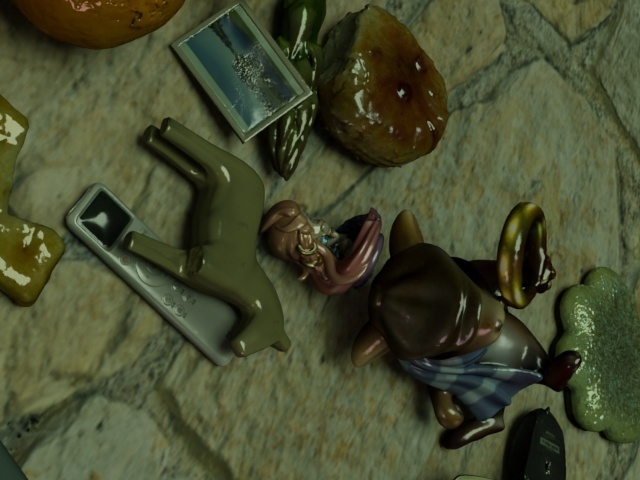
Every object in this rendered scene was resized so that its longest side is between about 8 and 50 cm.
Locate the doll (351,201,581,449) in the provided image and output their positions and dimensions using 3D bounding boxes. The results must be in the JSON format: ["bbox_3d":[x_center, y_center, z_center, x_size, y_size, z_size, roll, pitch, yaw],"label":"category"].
[{"bbox_3d":[0.203,0.113,1.386,0.339,0.209,0.318,34,85,-47],"label":"doll"}]

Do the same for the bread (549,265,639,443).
[{"bbox_3d":[0.441,0.187,1.693,0.207,0.056,0.287,-6,85,-42],"label":"bread"}]

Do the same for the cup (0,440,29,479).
[{"bbox_3d":[-0.334,0.276,0.938,0.205,0.205,0.312,-38,105,-37],"label":"cup"}]

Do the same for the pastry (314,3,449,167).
[{"bbox_3d":[0.079,-0.202,1.432,0.229,0.100,0.218,-34,104,-40],"label":"pastry"}]

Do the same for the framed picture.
[{"bbox_3d":[-0.095,-0.207,1.299,0.109,0.011,0.149,-38,93,-13],"label":"framed picture"}]

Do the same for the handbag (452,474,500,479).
[{"bbox_3d":[0.264,0.504,1.391,0.236,0.160,0.359,17,79,-25],"label":"handbag"}]

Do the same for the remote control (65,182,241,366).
[{"bbox_3d":[-0.179,0.041,1.220,0.261,0.029,0.067,47,55,-23],"label":"remote control"}]

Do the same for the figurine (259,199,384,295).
[{"bbox_3d":[0.001,0.010,1.331,0.157,0.126,0.114,5,102,-18],"label":"figurine"}]

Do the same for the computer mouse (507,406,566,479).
[{"bbox_3d":[0.313,0.325,1.562,0.099,0.057,0.172,32,54,-28],"label":"computer mouse"}]

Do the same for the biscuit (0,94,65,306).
[{"bbox_3d":[-0.328,-0.042,1.109,0.183,0.039,0.174,45,55,-25],"label":"biscuit"}]

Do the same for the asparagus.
[{"bbox_3d":[-0.036,-0.213,1.358,0.080,0.080,0.287,14,75,-37],"label":"asparagus"}]

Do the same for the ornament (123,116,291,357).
[{"bbox_3d":[-0.114,0.010,1.239,0.245,0.061,0.230,31,54,-37],"label":"ornament"}]

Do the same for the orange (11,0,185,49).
[{"bbox_3d":[-0.238,-0.312,1.132,0.219,0.193,0.219,12,64,-26],"label":"orange"}]
